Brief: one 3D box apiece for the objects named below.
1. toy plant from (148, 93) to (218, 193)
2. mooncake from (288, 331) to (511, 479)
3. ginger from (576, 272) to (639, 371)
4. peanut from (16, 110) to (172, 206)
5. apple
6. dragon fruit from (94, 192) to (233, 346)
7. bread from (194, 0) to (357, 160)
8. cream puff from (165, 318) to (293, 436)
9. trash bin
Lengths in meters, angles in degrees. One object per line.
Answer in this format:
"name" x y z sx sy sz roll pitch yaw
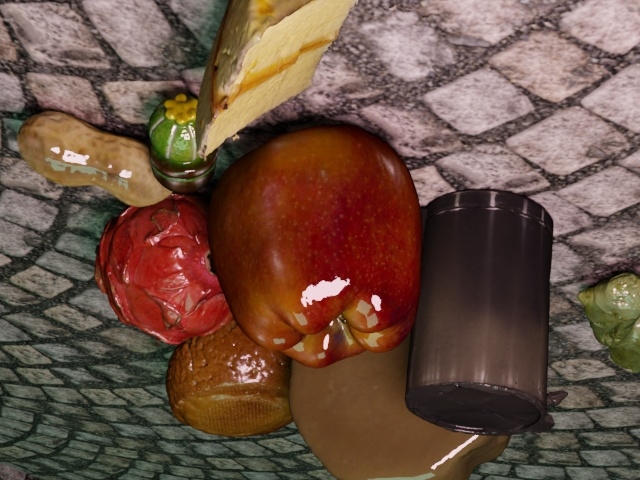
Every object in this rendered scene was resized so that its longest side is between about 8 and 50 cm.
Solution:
"toy plant" -0.182 -0.131 1.306 0.092 0.093 0.162 10 152 -3
"mooncake" 0.143 0.245 1.641 0.378 0.379 0.201 -3 156 21
"ginger" 0.513 0.133 1.626 0.137 0.089 0.290 9 154 42
"peanut" -0.309 -0.111 1.378 0.229 0.098 0.103 20 -168 -19
"apple" 0.000 0.000 1.294 0.288 0.317 0.288 -7 149 -4
"dragon fruit" -0.226 0.040 1.506 0.241 0.241 0.252 26 136 -30
"bread" -0.050 -0.186 1.074 0.135 0.178 0.240 17 149 -14
"cream puff" -0.148 0.240 1.880 0.303 0.212 0.303 -1 146 -1
"trash bin" 0.226 0.105 1.412 0.252 0.302 0.203 10 153 -5
